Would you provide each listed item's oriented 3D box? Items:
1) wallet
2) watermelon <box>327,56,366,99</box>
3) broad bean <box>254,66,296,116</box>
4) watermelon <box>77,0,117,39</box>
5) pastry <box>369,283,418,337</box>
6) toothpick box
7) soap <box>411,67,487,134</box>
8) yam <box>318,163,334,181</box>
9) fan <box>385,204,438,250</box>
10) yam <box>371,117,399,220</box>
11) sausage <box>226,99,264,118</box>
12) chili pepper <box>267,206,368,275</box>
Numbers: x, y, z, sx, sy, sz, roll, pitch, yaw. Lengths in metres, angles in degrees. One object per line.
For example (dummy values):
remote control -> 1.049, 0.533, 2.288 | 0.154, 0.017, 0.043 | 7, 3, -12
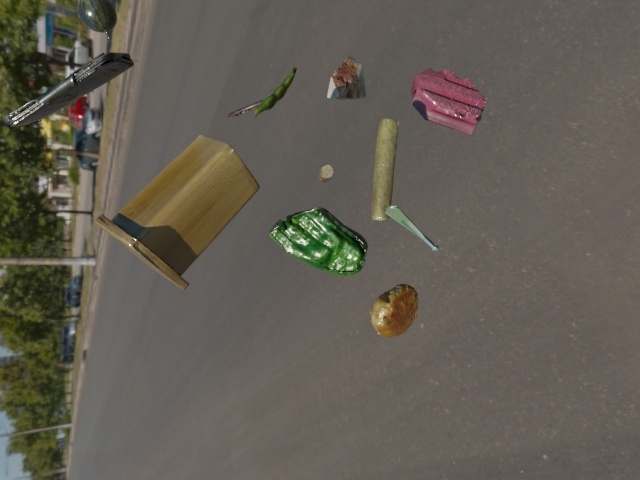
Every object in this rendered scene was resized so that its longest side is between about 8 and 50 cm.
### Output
wallet -> -0.633, -0.385, 1.065 | 0.045, 0.317, 0.172 | 60, -175, -23
watermelon -> 0.095, -0.599, 1.599 | 0.094, 0.241, 0.154 | 15, 130, 24
broad bean -> -0.186, -0.632, 1.804 | 0.043, 0.298, 0.060 | 29, 162, 22
watermelon -> -0.677, -0.684, 1.282 | 0.105, 0.105, 0.133 | -8, 110, 59
pastry -> 0.283, 0.266, 1.579 | 0.100, 0.218, 0.229 | 26, 147, 46
toothpick box -> -0.310, -0.077, 0.967 | 0.190, 0.188, 0.308 | 23, 67, 41
soap -> 0.540, -0.609, 1.802 | 0.127, 0.324, 0.221 | 118, 171, -67
yam -> 0.030, -0.352, 2.178 | 0.127, 0.084, 0.084 | -176, 88, -82
fan -> 0.230, -0.028, 1.028 | 0.038, 0.193, 0.016 | -21, 42, 48
yam -> 0.233, -0.258, 1.533 | 0.083, 0.083, 0.373 | 1, 83, 60
sausage -> -0.332, -0.593, 1.887 | 0.028, 0.198, 0.025 | 76, 171, -72
chili pepper -> 0.000, -0.005, 1.593 | 0.213, 0.384, 0.167 | -65, 9, -3
